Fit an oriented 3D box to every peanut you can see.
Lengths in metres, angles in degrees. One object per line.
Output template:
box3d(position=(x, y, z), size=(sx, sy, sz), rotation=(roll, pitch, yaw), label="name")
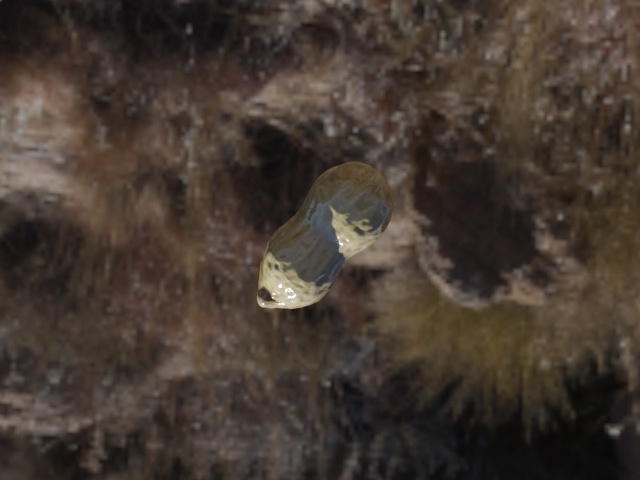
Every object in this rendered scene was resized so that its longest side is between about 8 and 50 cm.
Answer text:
box3d(position=(0.000, 0.000, 1.245), size=(0.082, 0.082, 0.187), rotation=(8, 132, -43), label="peanut")
